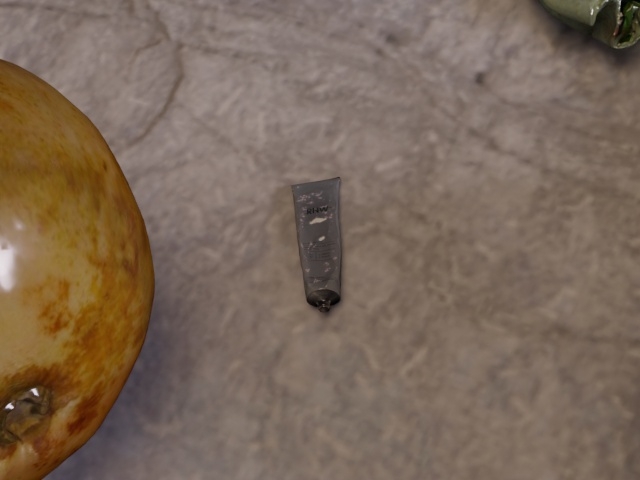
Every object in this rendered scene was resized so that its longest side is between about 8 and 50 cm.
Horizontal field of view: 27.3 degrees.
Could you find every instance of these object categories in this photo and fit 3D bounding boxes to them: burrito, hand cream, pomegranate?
[{"bbox_3d":[0.160,-0.159,0.804,0.074,0.044,0.118,-22,55,-4],"label":"burrito"},{"bbox_3d":[0.000,0.000,0.761,0.030,0.019,0.093,-9,56,5],"label":"hand cream"},{"bbox_3d":[-0.228,0.016,0.679,0.270,0.229,0.252,29,69,31],"label":"pomegranate"}]
